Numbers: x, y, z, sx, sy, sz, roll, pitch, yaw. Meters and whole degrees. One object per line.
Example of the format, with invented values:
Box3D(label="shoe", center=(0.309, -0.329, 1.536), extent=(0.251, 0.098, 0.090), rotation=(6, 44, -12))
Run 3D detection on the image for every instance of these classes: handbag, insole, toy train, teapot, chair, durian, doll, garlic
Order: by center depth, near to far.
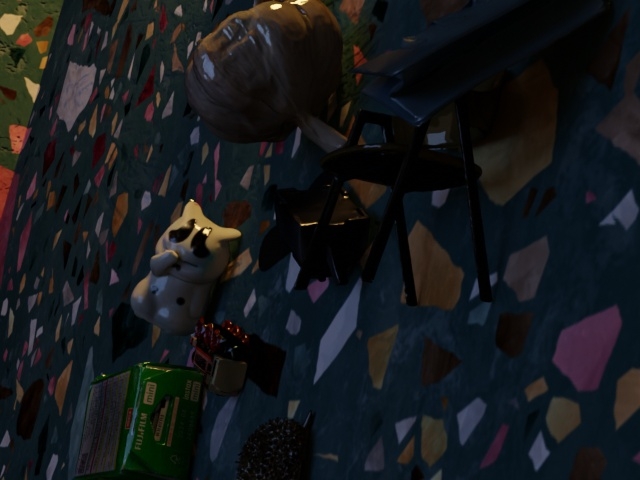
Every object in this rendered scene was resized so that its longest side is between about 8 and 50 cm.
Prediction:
Box3D(label="handbag", center=(0.144, -0.193, 1.268), extent=(0.221, 0.057, 0.144), rotation=(-32, 21, -8))
Box3D(label="chair", center=(0.090, -0.064, 1.351), extent=(0.159, 0.172, 0.247), rotation=(169, 108, -64))
Box3D(label="durian", center=(-0.057, 0.253, 1.569), extent=(0.140, 0.071, 0.110), rotation=(-68, 25, 3))
Box3D(label="teapot", center=(0.000, 0.000, 1.593), extent=(0.177, 0.087, 0.096), rotation=(-129, 35, -61))
Box3D(label="garlic", center=(-0.046, -0.179, 1.696), extent=(0.212, 0.218, 0.218), rotation=(55, 132, 21))
Box3D(label="insole", center=(-0.028, -0.023, 1.751), extent=(0.232, 0.003, 0.080), rotation=(-44, 38, 49))
Box3D(label="toy train", center=(-0.138, 0.153, 1.825), extent=(0.138, 0.050, 0.087), rotation=(25, 102, 66))
Box3D(label="doll", center=(-0.195, 0.048, 1.942), extent=(0.180, 0.110, 0.107), rotation=(-66, -14, 22))

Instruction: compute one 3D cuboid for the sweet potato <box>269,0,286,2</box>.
Box3D(label="sweet potato", center=(-0.047, -0.283, 1.885), extent=(0.068, 0.068, 0.226), rotation=(-104, 24, -48))

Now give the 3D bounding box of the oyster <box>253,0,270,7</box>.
Box3D(label="oyster", center=(-0.074, -0.347, 2.012), extent=(0.093, 0.034, 0.051), rotation=(-45, 52, 29))

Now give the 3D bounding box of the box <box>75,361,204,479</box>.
Box3D(label="box", center=(-0.264, 0.269, 1.964), extent=(0.250, 0.103, 0.180), rotation=(-24, 55, 62))
